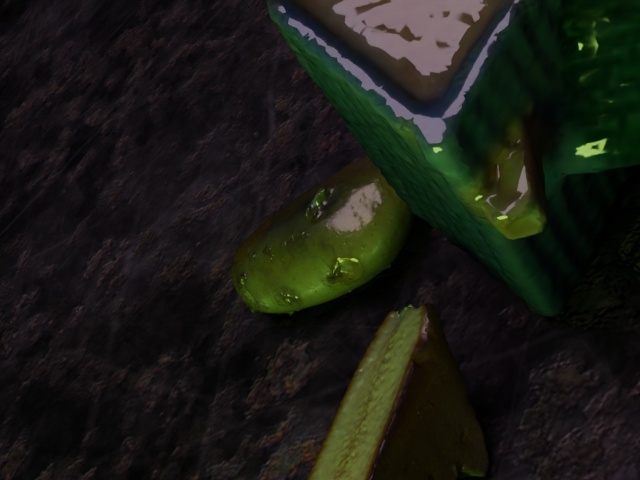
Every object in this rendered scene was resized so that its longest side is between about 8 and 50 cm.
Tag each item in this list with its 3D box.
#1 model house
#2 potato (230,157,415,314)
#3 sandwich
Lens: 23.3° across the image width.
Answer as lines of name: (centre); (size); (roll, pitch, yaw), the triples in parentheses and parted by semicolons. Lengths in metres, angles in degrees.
model house: (0.197, -0.142, 1.048); (0.382, 0.334, 0.343); (-14, 62, 16)
potato: (0.000, 0.000, 1.272); (0.188, 0.085, 0.105); (-28, 35, 31)
sandwich: (0.045, 0.166, 1.052); (0.090, 0.088, 0.244); (-11, 50, 52)
